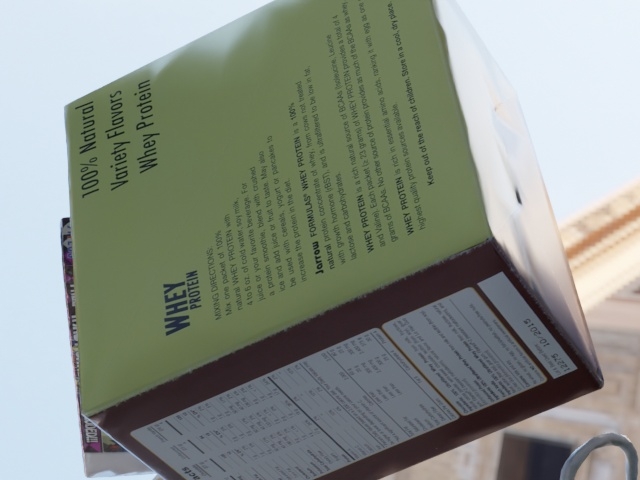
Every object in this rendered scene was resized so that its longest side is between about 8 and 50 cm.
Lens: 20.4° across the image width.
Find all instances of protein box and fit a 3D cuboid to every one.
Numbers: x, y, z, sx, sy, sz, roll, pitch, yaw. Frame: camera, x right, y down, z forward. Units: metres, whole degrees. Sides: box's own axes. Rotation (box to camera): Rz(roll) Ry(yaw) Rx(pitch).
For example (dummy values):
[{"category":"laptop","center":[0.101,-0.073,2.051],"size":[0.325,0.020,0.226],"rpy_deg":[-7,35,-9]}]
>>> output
[{"category":"protein box","center":[0.000,0.000,0.856],"size":[0.136,0.201,0.200],"rpy_deg":[49,-157,-45]}]

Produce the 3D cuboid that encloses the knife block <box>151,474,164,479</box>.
[{"category":"knife block","center":[-0.109,0.244,1.637],"size":[0.088,0.275,0.242],"rpy_deg":[53,-149,-43]}]

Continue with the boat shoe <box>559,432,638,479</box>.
[{"category":"boat shoe","center":[0.167,0.160,0.807],"size":[0.135,0.367,0.156],"rpy_deg":[-11,-121,-19]}]

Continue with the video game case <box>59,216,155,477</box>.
[{"category":"video game case","center":[-0.048,0.065,1.090],"size":[0.232,0.210,0.042],"rpy_deg":[95,170,-51]}]
